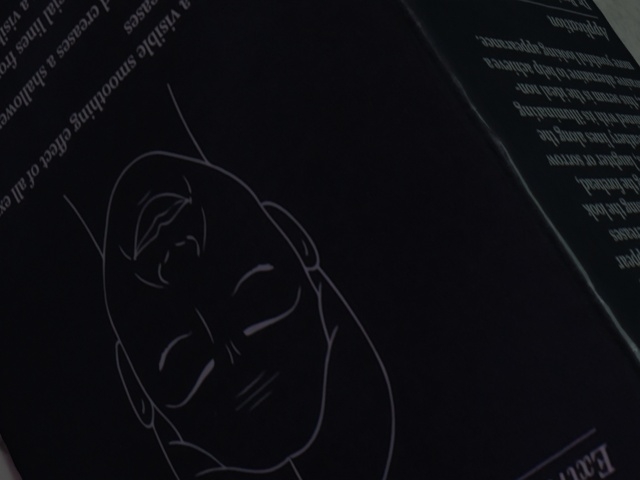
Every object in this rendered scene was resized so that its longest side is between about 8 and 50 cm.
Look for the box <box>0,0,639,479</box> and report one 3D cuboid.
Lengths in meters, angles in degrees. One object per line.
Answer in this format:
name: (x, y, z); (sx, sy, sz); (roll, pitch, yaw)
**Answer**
box: (0.000, 0.000, 0.631); (0.212, 0.293, 0.395); (-4, 59, -54)
